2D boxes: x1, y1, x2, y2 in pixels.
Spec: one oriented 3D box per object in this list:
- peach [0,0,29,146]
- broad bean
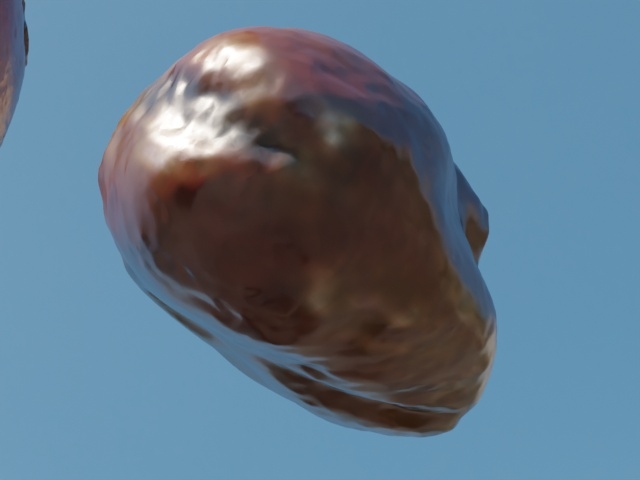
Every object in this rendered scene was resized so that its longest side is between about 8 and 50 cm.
[{"bbox_3d":[-0.394,-0.149,1.427,0.372,0.372,0.290,14,-41,-21],"label":"peach"},{"bbox_3d":[0.003,-0.002,0.735,0.122,0.156,0.228,-59,-29,-6],"label":"broad bean"}]
